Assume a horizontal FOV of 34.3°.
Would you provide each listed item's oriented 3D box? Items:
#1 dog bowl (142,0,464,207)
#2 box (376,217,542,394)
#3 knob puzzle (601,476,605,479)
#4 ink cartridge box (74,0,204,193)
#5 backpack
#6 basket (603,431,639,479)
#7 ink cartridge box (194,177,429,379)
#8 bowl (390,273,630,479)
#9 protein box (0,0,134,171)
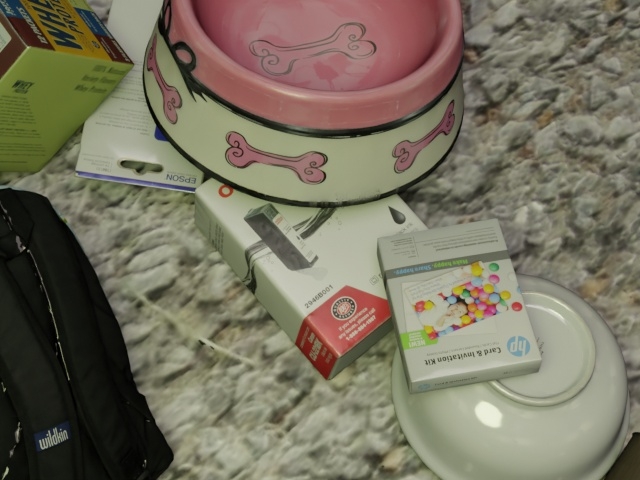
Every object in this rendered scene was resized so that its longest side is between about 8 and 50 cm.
[{"bbox_3d":[-0.009,-0.243,1.250,0.408,0.150,0.408,5,53,-6],"label":"dog bowl"},{"bbox_3d":[0.151,0.071,1.161,0.145,0.038,0.186,-9,59,-3],"label":"box"},{"bbox_3d":[0.253,0.247,1.259,0.213,0.030,0.213,2,69,-5],"label":"knob puzzle"},{"bbox_3d":[-0.211,-0.208,1.366,0.165,0.065,0.332,9,67,-3],"label":"ink cartridge box"},{"bbox_3d":[-0.342,0.121,1.086,0.290,0.273,0.355,-29,116,-49],"label":"backpack"},{"bbox_3d":[0.354,0.360,1.149,0.227,0.154,0.204,-46,44,-8],"label":"basket"},{"bbox_3d":[0.000,0.000,1.281,0.197,0.114,0.273,-37,76,-19],"label":"ink cartridge box"},{"bbox_3d":[0.236,0.150,1.217,0.298,0.134,0.297,2,59,-3],"label":"bowl"},{"bbox_3d":[-0.374,-0.197,1.228,0.201,0.200,0.136,-43,76,21],"label":"protein box"}]
